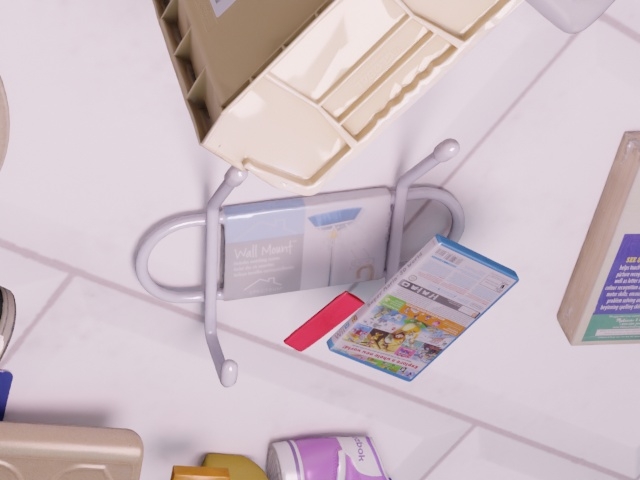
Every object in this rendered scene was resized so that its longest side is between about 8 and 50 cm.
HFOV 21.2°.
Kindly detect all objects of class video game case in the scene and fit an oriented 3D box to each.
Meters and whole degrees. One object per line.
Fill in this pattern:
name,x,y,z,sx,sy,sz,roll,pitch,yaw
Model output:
video game case,0.102,0.070,1.696,0.119,0.015,0.166,24,121,-39

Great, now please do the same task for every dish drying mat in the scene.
dish drying mat,0.003,0.079,1.672,0.083,0.008,0.032,-40,135,18

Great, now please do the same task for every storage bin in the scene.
storage bin,-0.001,-0.211,1.400,0.260,0.262,0.123,-43,130,19

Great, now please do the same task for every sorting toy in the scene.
sorting toy,-0.261,0.296,1.823,0.307,0.041,0.229,5,115,-14

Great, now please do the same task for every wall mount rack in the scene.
wall mount rack,0.000,0.000,1.681,0.350,0.130,0.304,-8,132,-14

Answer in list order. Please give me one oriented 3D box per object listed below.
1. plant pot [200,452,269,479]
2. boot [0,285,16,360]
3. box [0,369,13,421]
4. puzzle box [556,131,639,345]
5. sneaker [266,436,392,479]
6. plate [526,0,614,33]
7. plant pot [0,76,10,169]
plant pot,-0.106,0.286,1.929,0.081,0.083,0.081,8,128,-26
boot,-0.356,0.081,1.233,0.236,0.085,0.178,-37,130,15
box,-0.435,0.189,1.758,0.225,0.036,0.136,2,129,-23
puzzle box,0.488,-0.004,1.909,0.408,0.052,0.272,-1,131,-19
sneaker,0.015,0.344,2.017,0.161,0.102,0.282,-7,132,-18
plate,0.249,-0.332,1.535,0.278,0.045,0.277,30,115,-38
plant pot,-0.407,0.000,1.412,0.333,0.305,0.334,-10,133,-11
